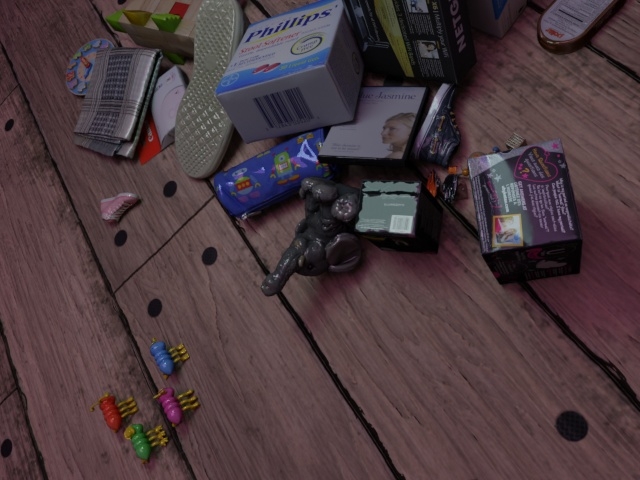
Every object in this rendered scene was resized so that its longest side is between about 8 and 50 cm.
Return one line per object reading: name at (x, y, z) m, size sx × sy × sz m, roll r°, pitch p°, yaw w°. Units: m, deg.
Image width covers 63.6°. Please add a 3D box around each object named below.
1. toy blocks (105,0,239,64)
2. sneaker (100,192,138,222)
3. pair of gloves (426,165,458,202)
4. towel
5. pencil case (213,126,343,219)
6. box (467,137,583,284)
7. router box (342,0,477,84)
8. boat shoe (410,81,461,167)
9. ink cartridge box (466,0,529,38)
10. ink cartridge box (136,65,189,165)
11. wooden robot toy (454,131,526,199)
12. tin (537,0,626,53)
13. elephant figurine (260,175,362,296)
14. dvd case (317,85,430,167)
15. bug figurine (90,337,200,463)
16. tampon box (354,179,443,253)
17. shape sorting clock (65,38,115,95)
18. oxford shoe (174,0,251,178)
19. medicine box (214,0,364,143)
toy blocks at (-0.365, -0.653, 1.435) m, size 0.381 × 0.191 × 0.261 m, roll 19°, pitch 75°, yaw 19°
sneaker at (-0.554, -0.086, 1.421) m, size 0.134 × 0.051 × 0.070 m, roll -11°, pitch 72°, yaw 27°
pair of gloves at (0.242, -0.109, 1.032) m, size 0.083 × 0.010 × 0.074 m, roll -1°, pitch 82°, yaw 56°
towel at (-0.607, -0.409, 1.505) m, size 0.312 × 0.056 × 0.324 m, roll 16°, pitch 91°, yaw 34°
pencil case at (-0.094, -0.146, 1.167) m, size 0.306 × 0.119 × 0.133 m, roll -22°, pitch 73°, yaw 19°
box at (0.339, -0.035, 0.844) m, size 0.142 × 0.247 × 0.163 m, roll -10°, pitch 71°, yaw 22°
router box at (0.156, -0.465, 1.004) m, size 0.243 × 0.309 × 0.081 m, roll 25°, pitch 66°, yaw 40°
boat shoe at (0.259, -0.237, 1.057) m, size 0.083 × 0.065 × 0.183 m, roll 24°, pitch 86°, yaw 17°
ink cartridge box at (0.381, -0.539, 1.028) m, size 0.086 × 0.148 × 0.203 m, roll 39°, pitch 95°, yaw 29°
ink cartridge box at (-0.453, -0.350, 1.446) m, size 0.232 × 0.066 × 0.189 m, roll -29°, pitch 64°, yaw 12°
wooden robot toy at (0.316, -0.143, 0.985) m, size 0.173 × 0.079 × 0.076 m, roll -35°, pitch 63°, yaw 14°
tin at (0.508, -0.452, 1.006) m, size 0.190 × 0.040 × 0.106 m, roll -47°, pitch 56°, yaw 7°
elephant figurine at (0.000, 0.000, 1.054) m, size 0.185 × 0.169 × 0.240 m, roll 15°, pitch 104°, yaw -4°
dvd case at (0.116, -0.244, 1.073) m, size 0.180 × 0.022 × 0.253 m, roll 6°, pitch 50°, yaw 21°
bug figurine at (-0.405, 0.374, 1.199) m, size 0.279 × 0.072 × 0.216 m, roll -47°, pitch 61°, yaw 7°
tampon box at (0.153, -0.041, 0.989) m, size 0.120 × 0.161 × 0.102 m, roll 4°, pitch 78°, yaw 28°
shape sorting clock at (-0.738, -0.558, 1.657) m, size 0.206 × 0.040 × 0.206 m, roll -8°, pitch 72°, yaw 25°
oxford shoe at (-0.257, -0.374, 1.302) m, size 0.169 × 0.130 × 0.450 m, roll 17°, pitch 104°, yaw 17°
medicine box at (-0.053, -0.381, 1.146) m, size 0.263 × 0.149 × 0.289 m, roll -8°, pitch 48°, yaw 24°
